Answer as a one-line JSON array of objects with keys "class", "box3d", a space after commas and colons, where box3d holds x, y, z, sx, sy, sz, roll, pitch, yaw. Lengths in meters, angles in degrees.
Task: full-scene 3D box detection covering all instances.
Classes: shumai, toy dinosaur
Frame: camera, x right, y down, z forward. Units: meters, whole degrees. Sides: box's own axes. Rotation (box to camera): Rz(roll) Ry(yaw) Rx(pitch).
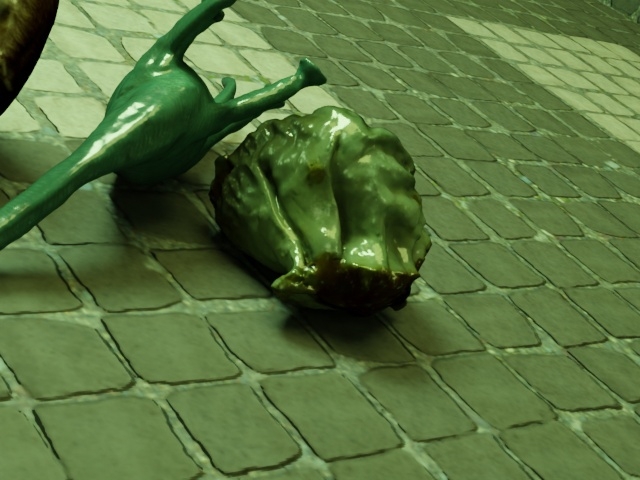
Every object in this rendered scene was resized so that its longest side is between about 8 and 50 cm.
[{"class": "shumai", "box3d": [-0.006, 0.001, 0.912, 0.184, 0.184, 0.142, 19, 55, -8]}, {"class": "toy dinosaur", "box3d": [-0.169, -0.067, 0.938, 0.129, 0.331, 0.383, 50, -12, -4]}]

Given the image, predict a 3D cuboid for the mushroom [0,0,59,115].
[{"class": "mushroom", "box3d": [-0.326, -0.193, 0.820, 0.163, 0.297, 0.278, 5, -31, 45]}]
